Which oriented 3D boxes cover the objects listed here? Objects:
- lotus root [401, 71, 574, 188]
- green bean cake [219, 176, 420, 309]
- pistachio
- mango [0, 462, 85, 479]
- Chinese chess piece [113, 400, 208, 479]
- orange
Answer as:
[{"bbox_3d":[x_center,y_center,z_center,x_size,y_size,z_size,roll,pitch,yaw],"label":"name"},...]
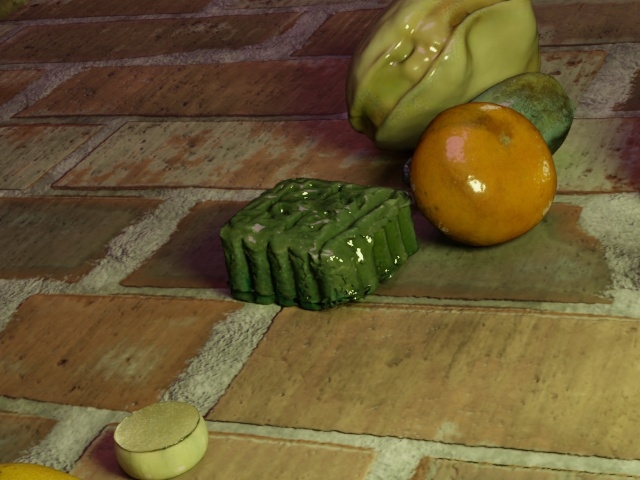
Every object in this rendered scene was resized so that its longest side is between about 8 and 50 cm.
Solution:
[{"bbox_3d":[0.285,-0.162,2.313,0.322,0.158,0.140,-32,43,-21],"label":"lotus root"},{"bbox_3d":[0.000,0.000,2.136,0.255,0.132,0.241,8,29,35],"label":"green bean cake"},{"bbox_3d":[0.219,-0.309,2.448,0.281,0.365,0.445,46,30,13],"label":"pistachio"},{"bbox_3d":[-0.353,0.326,1.646,0.262,0.109,0.157,-9,22,1],"label":"mango"},{"bbox_3d":[-0.204,0.257,1.789,0.122,0.051,0.122,-11,25,5],"label":"Chinese chess piece"},{"bbox_3d":[0.245,-0.099,2.146,0.240,0.240,0.171,-31,-9,-34],"label":"orange"}]
